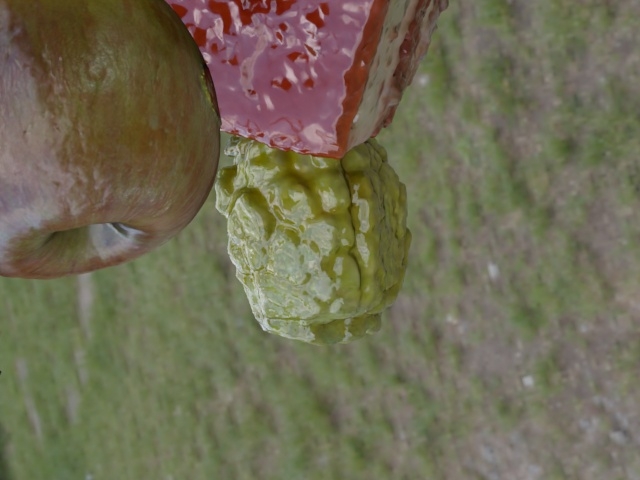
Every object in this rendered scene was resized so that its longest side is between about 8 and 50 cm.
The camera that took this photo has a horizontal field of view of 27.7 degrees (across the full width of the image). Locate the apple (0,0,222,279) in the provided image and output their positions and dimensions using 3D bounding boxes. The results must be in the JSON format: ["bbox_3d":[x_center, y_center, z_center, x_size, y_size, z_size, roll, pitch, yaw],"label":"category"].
[{"bbox_3d":[-0.170,-0.077,0.847,0.211,0.211,0.188,125,135,-66],"label":"apple"}]

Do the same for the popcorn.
[{"bbox_3d":[0.000,0.000,1.345,0.286,0.174,0.225,55,-146,-57],"label":"popcorn"}]

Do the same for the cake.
[{"bbox_3d":[-0.022,-0.250,1.158,0.319,0.270,0.269,-56,-15,-54],"label":"cake"}]
